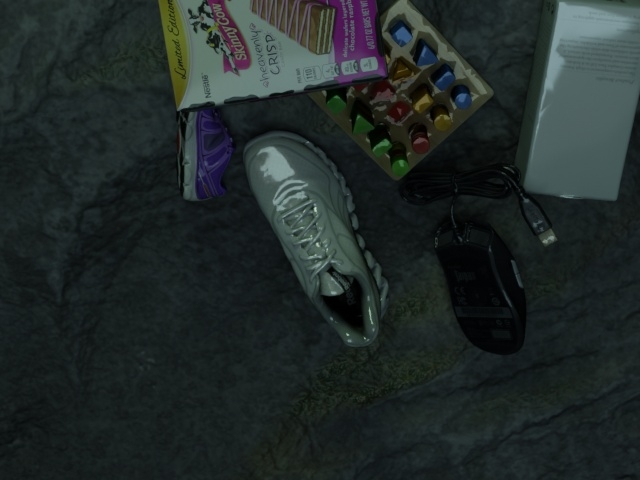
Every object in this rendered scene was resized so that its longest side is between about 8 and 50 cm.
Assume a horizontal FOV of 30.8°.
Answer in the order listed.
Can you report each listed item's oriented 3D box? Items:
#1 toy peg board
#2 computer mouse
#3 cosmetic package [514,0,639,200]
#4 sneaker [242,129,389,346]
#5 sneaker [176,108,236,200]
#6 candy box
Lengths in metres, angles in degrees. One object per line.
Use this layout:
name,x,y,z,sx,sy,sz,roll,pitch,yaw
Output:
toy peg board,0.093,-0.165,1.346,0.161,0.079,0.161,-42,107,16
computer mouse,0.220,0.015,1.401,0.184,0.060,0.262,-9,113,45
cosmetic package,0.301,-0.169,1.343,0.117,0.085,0.231,7,115,-2
sneaker,0.000,0.000,1.396,0.110,0.118,0.292,-27,109,13
sneaker,-0.133,-0.129,1.380,0.071,0.068,0.169,-4,120,-17
candy box,-0.052,-0.235,1.269,0.234,0.071,0.159,-9,94,6
